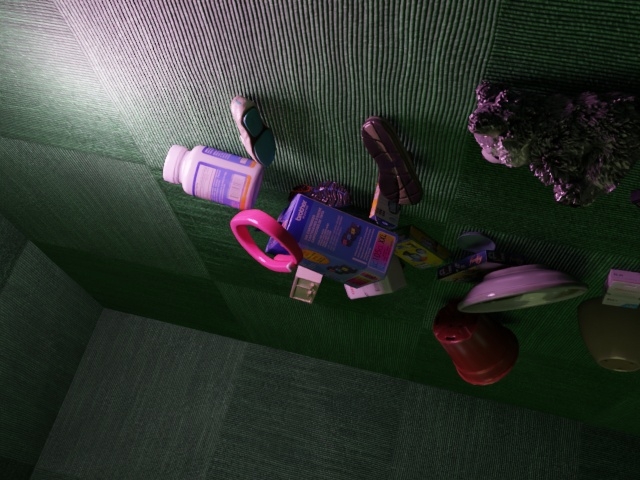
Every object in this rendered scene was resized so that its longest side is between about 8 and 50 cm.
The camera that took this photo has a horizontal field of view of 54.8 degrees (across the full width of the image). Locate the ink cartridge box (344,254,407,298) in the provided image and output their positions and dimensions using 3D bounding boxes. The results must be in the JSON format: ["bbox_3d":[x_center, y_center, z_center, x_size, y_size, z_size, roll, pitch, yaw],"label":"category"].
[{"bbox_3d":[0.176,0.110,2.156,0.092,0.159,0.217,-20,-177,-42],"label":"ink cartridge box"}]

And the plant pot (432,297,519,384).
[{"bbox_3d":[0.585,0.374,2.388,0.272,0.272,0.265,-8,138,42],"label":"plant pot"}]

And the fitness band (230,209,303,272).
[{"bbox_3d":[-0.161,0.002,1.790,0.209,0.054,0.291,50,158,-18],"label":"fitness band"}]

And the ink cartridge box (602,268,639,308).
[{"bbox_3d":[0.934,0.142,1.892,0.104,0.060,0.180,8,155,18],"label":"ink cartridge box"}]

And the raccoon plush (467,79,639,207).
[{"bbox_3d":[0.508,-0.280,1.215,0.299,0.216,0.446,36,122,-11],"label":"raccoon plush"}]

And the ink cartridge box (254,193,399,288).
[{"bbox_3d":[0.000,0.000,1.899,0.395,0.151,0.270,24,163,-10],"label":"ink cartridge box"}]

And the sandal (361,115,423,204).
[{"bbox_3d":[0.199,-0.205,1.594,0.120,0.086,0.303,7,140,32],"label":"sandal"}]

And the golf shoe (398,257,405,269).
[{"bbox_3d":[0.227,0.091,2.227,0.086,0.067,0.186,47,147,-8],"label":"golf shoe"}]

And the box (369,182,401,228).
[{"bbox_3d":[0.188,-0.096,1.752,0.081,0.136,0.028,25,154,-18],"label":"box"}]

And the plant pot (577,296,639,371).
[{"bbox_3d":[1.014,0.333,2.092,0.284,0.191,0.284,14,156,6],"label":"plant pot"}]

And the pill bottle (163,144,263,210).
[{"bbox_3d":[-0.317,-0.194,1.836,0.272,0.152,0.152,16,156,1],"label":"pill bottle"}]

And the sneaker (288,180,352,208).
[{"bbox_3d":[0.008,-0.128,1.883,0.221,0.083,0.087,7,163,39],"label":"sneaker"}]

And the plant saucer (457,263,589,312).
[{"bbox_3d":[0.628,0.147,1.955,0.400,0.101,0.400,-6,166,-2],"label":"plant saucer"}]

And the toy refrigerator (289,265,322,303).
[{"bbox_3d":[-0.057,0.170,2.516,0.102,0.094,0.269,17,155,-1],"label":"toy refrigerator"}]

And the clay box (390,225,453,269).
[{"bbox_3d":[0.325,0.034,2.043,0.222,0.053,0.127,31,150,-29],"label":"clay box"}]

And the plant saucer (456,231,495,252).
[{"bbox_3d":[0.484,0.002,1.919,0.119,0.021,0.119,14,155,7],"label":"plant saucer"}]

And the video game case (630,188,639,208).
[{"bbox_3d":[0.930,-0.082,1.454,0.274,0.035,0.248,26,154,-20],"label":"video game case"}]

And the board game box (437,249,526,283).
[{"bbox_3d":[0.518,0.089,2.003,0.165,0.042,0.243,8,160,-26],"label":"board game box"}]

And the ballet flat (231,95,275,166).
[{"bbox_3d":[-0.183,-0.294,1.652,0.086,0.086,0.248,10,153,14],"label":"ballet flat"}]
